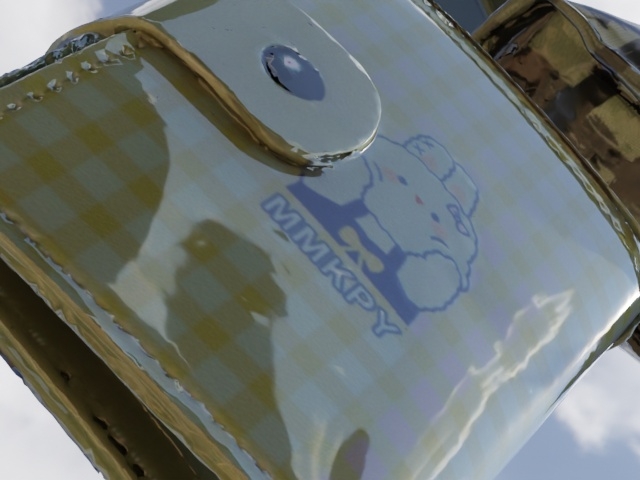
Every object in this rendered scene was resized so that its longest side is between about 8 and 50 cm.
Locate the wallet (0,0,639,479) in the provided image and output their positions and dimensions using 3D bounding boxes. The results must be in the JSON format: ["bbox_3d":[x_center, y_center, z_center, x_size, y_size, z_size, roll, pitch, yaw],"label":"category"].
[{"bbox_3d":[0.000,0.000,0.660,0.077,0.309,0.223,-41,-95,30],"label":"wallet"}]

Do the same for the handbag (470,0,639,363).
[{"bbox_3d":[0.253,0.020,1.118,0.162,0.325,0.327,-48,-120,17],"label":"handbag"}]

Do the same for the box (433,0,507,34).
[{"bbox_3d":[0.109,-0.139,1.272,0.031,0.091,0.126,-23,-91,-33],"label":"box"}]
